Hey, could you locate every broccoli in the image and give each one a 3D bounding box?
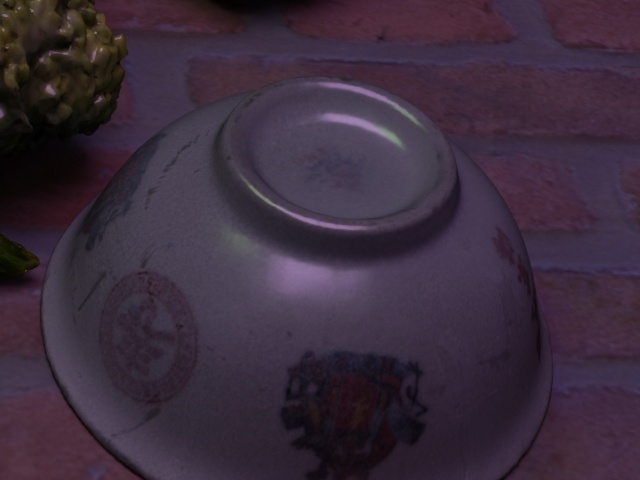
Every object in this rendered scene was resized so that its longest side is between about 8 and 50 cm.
[{"bbox_3d":[-0.314,-0.219,1.361,0.293,0.281,0.348,1,31,-20],"label":"broccoli"}]

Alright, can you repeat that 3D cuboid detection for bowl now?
[{"bbox_3d":[0.000,0.000,1.283,0.435,0.196,0.435,7,44,-7],"label":"bowl"}]

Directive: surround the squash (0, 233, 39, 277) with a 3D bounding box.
[{"bbox_3d":[-0.323,-0.017,1.310,0.200,0.075,0.090,18,34,5],"label":"squash"}]
